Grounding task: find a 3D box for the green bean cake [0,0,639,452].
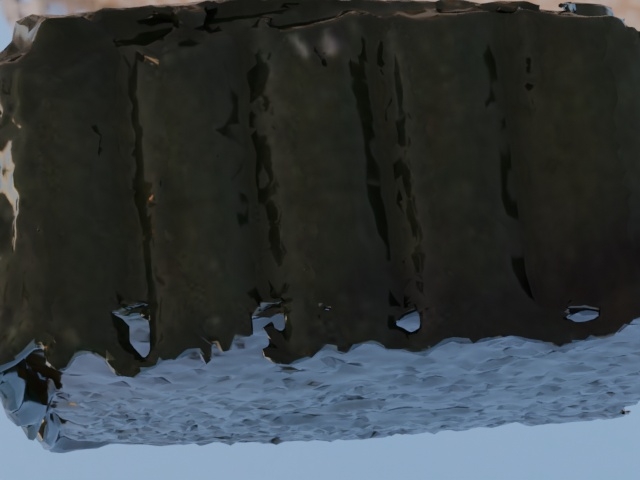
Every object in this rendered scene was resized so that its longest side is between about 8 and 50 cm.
[{"bbox_3d":[0.000,0.000,0.490,0.173,0.181,0.094,-4,-102,0],"label":"green bean cake"}]
